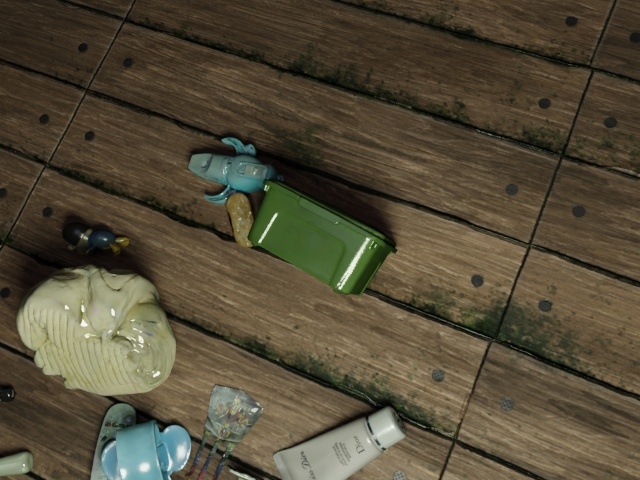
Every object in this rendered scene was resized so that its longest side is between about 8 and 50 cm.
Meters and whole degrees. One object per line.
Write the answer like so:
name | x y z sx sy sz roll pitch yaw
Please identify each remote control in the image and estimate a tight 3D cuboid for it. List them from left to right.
remote control | -0.506 0.533 1.574 0.097 0.045 0.256 8 73 2

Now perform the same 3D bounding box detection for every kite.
kite | -0.243 0.480 1.557 0.141 0.015 0.245 21 76 16

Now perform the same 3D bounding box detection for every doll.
doll | -0.614 0.002 1.723 0.179 0.089 0.102 19 37 4

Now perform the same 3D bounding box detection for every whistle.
whistle | -0.224 -0.182 1.702 0.274 0.093 0.186 13 79 17

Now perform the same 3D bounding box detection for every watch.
watch | -0.401 0.515 1.467 0.211 0.193 0.211 2 75 -8

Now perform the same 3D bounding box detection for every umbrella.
umbrella | -0.909 0.401 1.674 0.224 0.080 0.071 -4 39 5

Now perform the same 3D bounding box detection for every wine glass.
wine glass | -0.204 0.620 1.462 0.122 0.122 0.183 16 75 14

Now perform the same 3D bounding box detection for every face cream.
face cream | 0.047 0.490 1.477 0.314 0.089 0.143 -33 71 11

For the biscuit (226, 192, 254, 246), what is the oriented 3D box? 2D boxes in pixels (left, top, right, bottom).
biscuit | -0.204 -0.052 1.670 0.071 0.018 0.147 -12 96 20

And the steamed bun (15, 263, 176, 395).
steamed bun | -0.528 0.193 1.551 0.352 0.339 0.247 -1 37 14

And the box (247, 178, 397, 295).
box | 0.000 0.000 1.533 0.328 0.253 0.178 27 90 17

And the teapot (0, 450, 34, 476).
teapot | -0.897 0.594 1.570 0.318 0.149 0.220 9 68 14
